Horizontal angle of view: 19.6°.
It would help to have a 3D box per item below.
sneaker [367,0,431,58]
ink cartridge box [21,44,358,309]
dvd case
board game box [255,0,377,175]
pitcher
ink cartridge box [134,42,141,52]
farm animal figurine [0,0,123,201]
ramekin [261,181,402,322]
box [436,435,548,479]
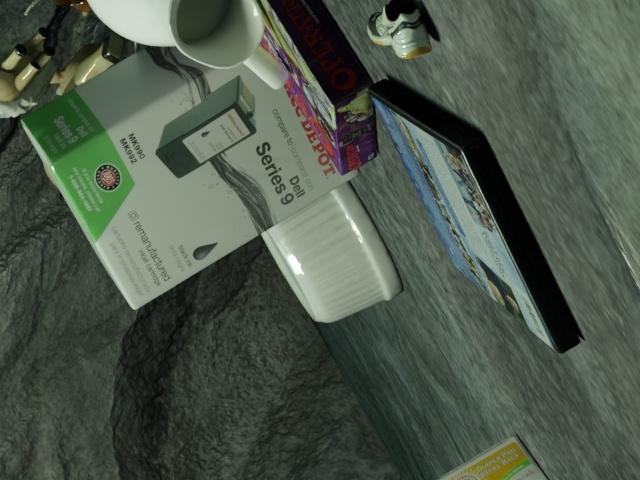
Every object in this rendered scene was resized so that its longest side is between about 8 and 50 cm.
[{"bbox_3d":[0.055,-0.154,1.291,0.083,0.032,0.037,-141,35,-63],"label":"sneaker"},{"bbox_3d":[-0.134,-0.099,1.957,0.121,0.289,0.211,48,167,55],"label":"ink cartridge box"},{"bbox_3d":[0.114,-0.026,1.440,0.180,0.022,0.253,63,174,-19],"label":"dvd case"},{"bbox_3d":[-0.053,-0.240,1.742,0.347,0.056,0.208,59,179,15],"label":"board game box"},{"bbox_3d":[-0.126,-0.221,1.736,0.207,0.125,0.178,38,175,47],"label":"pitcher"},{"bbox_3d":[-0.181,-0.293,1.931,0.060,0.180,0.104,24,176,-4],"label":"ink cartridge box"},{"bbox_3d":[-0.233,-0.160,2.150,0.330,0.172,0.327,42,-138,-15],"label":"farm animal figurine"},{"bbox_3d":[0.000,0.000,2.201,0.207,0.109,0.207,59,175,8],"label":"ramekin"},{"bbox_3d":[0.217,0.322,1.915,0.203,0.103,0.114,56,173,40],"label":"box"}]
